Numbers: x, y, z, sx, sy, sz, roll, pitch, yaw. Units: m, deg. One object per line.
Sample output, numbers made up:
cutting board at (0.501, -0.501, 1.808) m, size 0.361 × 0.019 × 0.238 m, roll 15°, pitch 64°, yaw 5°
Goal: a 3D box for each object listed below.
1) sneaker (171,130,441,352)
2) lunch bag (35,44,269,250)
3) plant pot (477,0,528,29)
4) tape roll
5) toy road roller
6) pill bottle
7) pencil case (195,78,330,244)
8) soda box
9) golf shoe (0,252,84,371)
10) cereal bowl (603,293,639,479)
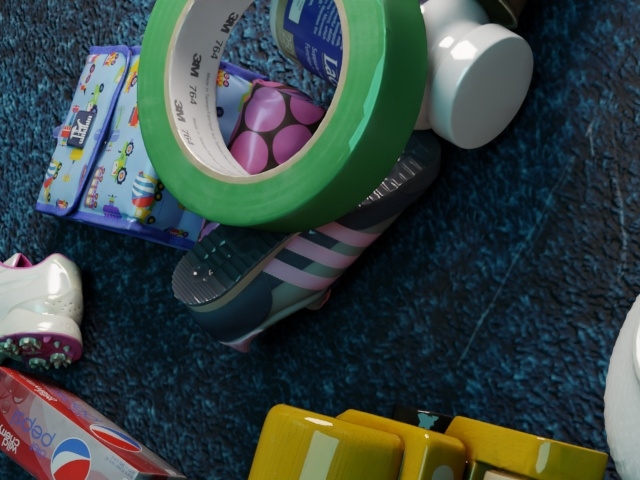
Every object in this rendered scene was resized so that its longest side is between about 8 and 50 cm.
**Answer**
sneaker at (0.000, 0.000, 1.473) m, size 0.319 × 0.131 × 0.112 m, roll -31°, pitch 44°, yaw -1°
lunch bag at (-0.226, -0.119, 1.650) m, size 0.293 × 0.138 × 0.221 m, roll 11°, pitch 84°, yaw 47°
plant pot at (0.183, -0.332, 1.409) m, size 0.167 × 0.167 × 0.165 m, roll 37°, pitch 90°, yaw 35°
tape roll at (-0.045, -0.169, 1.382) m, size 0.321 × 0.077 × 0.321 m, roll -6°, pitch 79°, yaw 36°
toy road roller at (0.075, 0.248, 1.219) m, size 0.329 × 0.241 × 0.202 m, roll 4°, pitch 78°, yaw 61°
pill bottle at (0.083, -0.207, 1.434) m, size 0.265 × 0.153 × 0.153 m, roll 35°, pitch 97°, yaw 35°
pencil case at (-0.062, -0.070, 1.532) m, size 0.095 × 0.098 × 0.209 m, roll 27°, pitch 96°, yaw 54°
soda box at (-0.283, 0.243, 1.588) m, size 0.263 × 0.092 × 0.083 m, roll 28°, pitch 94°, yaw 35°
golf shoe at (-0.416, 0.091, 1.721) m, size 0.306 × 0.115 × 0.140 m, roll -4°, pitch 64°, yaw 26°
cereal bowl at (0.354, 0.091, 1.094) m, size 0.339 × 0.141 × 0.339 m, roll -41°, pitch 30°, yaw 31°
